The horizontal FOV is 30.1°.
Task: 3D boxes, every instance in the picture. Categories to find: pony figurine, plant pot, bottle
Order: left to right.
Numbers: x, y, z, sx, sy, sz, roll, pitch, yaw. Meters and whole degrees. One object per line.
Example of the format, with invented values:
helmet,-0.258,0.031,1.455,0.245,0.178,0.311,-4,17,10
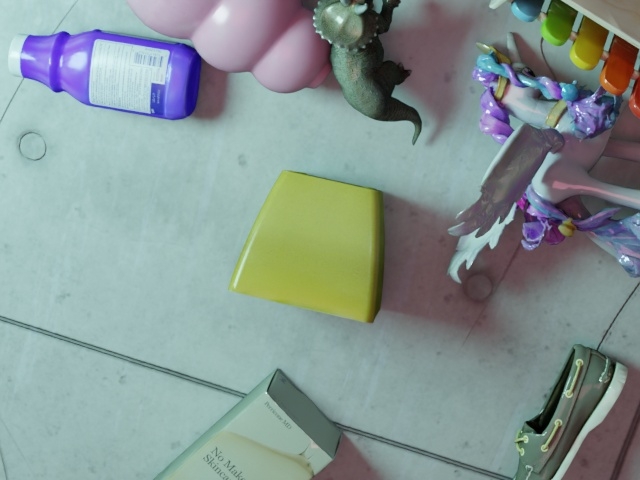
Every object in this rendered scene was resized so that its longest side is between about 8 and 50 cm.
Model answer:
bottle,-0.326,-0.258,1.797,0.283,0.092,0.118,10,105,6
plant pot,0.000,0.000,1.767,0.212,0.212,0.187,13,94,5
pony figurine,0.333,-0.094,1.677,0.364,0.303,0.351,25,75,5

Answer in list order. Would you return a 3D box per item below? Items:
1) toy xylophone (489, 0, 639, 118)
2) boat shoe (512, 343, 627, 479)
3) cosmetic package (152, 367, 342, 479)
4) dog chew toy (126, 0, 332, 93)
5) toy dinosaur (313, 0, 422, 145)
toy xylophone,0.400,-0.313,1.633,0.323,0.236,0.081,37,140,0
boat shoe,0.355,0.300,1.837,0.091,0.109,0.305,31,101,0
cosmetic package,-0.131,0.372,1.925,0.160,0.113,0.309,45,107,-4
dog chew toy,-0.122,-0.338,1.699,0.332,0.206,0.206,38,107,-11
toy dinosaur,0.062,-0.255,1.696,0.121,0.160,0.313,7,130,25
